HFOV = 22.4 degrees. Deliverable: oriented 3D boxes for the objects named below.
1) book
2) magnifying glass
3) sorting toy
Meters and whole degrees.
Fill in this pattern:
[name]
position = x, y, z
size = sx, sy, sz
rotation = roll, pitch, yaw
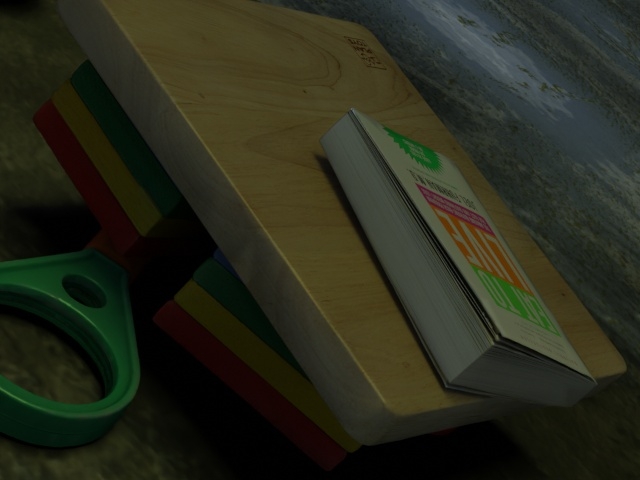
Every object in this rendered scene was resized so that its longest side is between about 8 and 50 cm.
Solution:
[book]
position = 0.064, 0.010, 0.753
size = 0.096, 0.035, 0.144
rotation = 21, 32, -50
[magnifying glass]
position = -0.108, 0.023, 0.748
size = 0.092, 0.026, 0.231
rotation = 34, 23, -2
[sorting toy]
position = 0.000, 0.000, 0.810
size = 0.255, 0.089, 0.257
rotation = 54, 26, 20
